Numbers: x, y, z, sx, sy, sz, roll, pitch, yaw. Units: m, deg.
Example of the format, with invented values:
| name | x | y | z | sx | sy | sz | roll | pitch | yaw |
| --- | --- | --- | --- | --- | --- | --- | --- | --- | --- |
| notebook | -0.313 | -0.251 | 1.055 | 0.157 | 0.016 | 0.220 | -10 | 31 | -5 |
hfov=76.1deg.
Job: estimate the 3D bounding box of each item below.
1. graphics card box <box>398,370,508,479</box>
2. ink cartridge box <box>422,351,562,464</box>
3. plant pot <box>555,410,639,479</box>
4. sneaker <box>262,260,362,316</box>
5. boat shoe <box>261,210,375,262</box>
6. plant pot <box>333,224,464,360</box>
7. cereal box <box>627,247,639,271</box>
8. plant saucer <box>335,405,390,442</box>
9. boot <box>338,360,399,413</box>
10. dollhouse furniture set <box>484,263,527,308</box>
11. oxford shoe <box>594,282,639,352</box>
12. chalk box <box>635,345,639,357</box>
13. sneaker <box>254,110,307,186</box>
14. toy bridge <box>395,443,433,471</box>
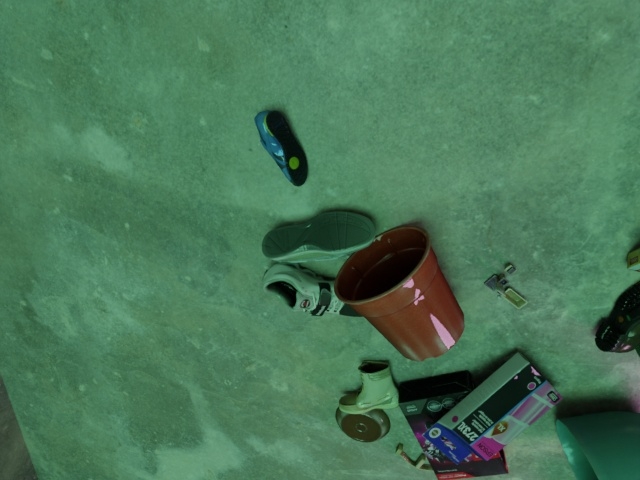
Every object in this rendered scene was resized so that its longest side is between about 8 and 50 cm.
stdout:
| name | x | y | z | sx | sy | sz | roll | pitch | yaw |
| --- | --- | --- | --- | --- | --- | --- | --- | --- | --- |
| graphics card box | 0.423 | 0.599 | 1.302 | 0.233 | 0.094 | 0.370 | -19 | 109 | 22 |
| ink cartridge box | 0.487 | 0.501 | 1.167 | 0.371 | 0.069 | 0.176 | -44 | 107 | 9 |
| plant pot | 0.822 | 0.595 | 1.086 | 0.235 | 0.293 | 0.293 | -22 | 109 | 10 |
| sneaker | -0.016 | 0.169 | 1.182 | 0.331 | 0.146 | 0.122 | 18 | 118 | 5 |
| boat shoe | -0.001 | 0.003 | 1.122 | 0.321 | 0.103 | 0.118 | -13 | 67 | 19 |
| plant pot | 0.221 | 0.148 | 1.049 | 0.272 | 0.272 | 0.265 | -27 | 114 | 26 |
| cereal box | 0.834 | 0.050 | 0.873 | 0.240 | 0.047 | 0.173 | 13 | 162 | 10 |
| plant saucer | 0.145 | 0.648 | 1.441 | 0.199 | 0.036 | 0.198 | 7 | 118 | 14 |
| boot | 0.142 | 0.476 | 1.331 | 0.213 | 0.077 | 0.165 | -14 | 112 | 17 |
| dollhouse furniture set | 0.499 | 0.135 | 1.049 | 0.114 | 0.081 | 0.091 | 37 | 120 | -5 |
| oxford shoe | 0.785 | 0.186 | 1.006 | 0.096 | 0.082 | 0.227 | 12 | 122 | -9 |
| chalk box | 0.896 | 0.283 | 0.955 | 0.179 | 0.180 | 0.288 | 25 | 119 | 3 |
| sneaker | -0.102 | -0.235 | 1.053 | 0.082 | 0.069 | 0.209 | 9 | 134 | 49 |
| toy bridge | 0.356 | 0.788 | 1.457 | 0.188 | 0.026 | 0.063 | 23 | 123 | 4 |
